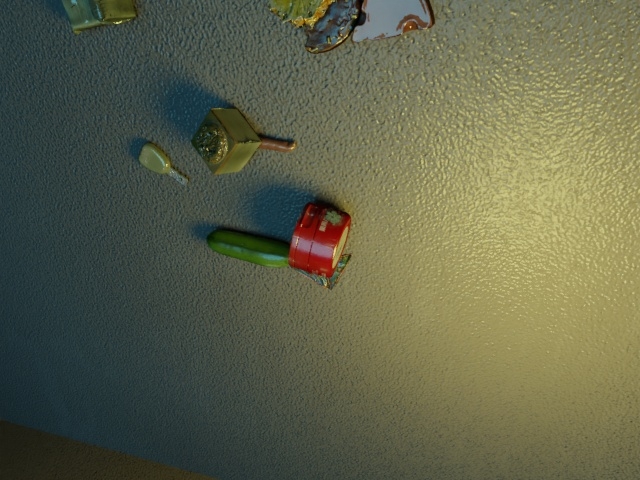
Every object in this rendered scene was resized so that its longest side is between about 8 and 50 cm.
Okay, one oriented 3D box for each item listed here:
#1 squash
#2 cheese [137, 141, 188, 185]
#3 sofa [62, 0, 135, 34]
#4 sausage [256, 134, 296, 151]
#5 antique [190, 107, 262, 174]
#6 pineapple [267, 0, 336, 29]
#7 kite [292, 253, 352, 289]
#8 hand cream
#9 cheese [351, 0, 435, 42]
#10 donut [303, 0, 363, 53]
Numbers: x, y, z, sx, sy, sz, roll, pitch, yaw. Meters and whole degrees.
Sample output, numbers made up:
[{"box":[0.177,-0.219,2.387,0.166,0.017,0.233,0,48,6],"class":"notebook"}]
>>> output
[{"box":[-0.230,0.034,1.621,0.378,0.101,0.101,10,120,11],"class":"squash"},{"box":[-0.548,-0.258,1.599,0.192,0.037,0.097,37,123,-3],"class":"cheese"},{"box":[-0.683,-0.718,1.311,0.225,0.176,0.210,0,118,18],"class":"sofa"},{"box":[-0.152,-0.307,1.445,0.157,0.036,0.042,10,128,12],"class":"sausage"},{"box":[-0.295,-0.306,1.406,0.152,0.148,0.147,-44,77,34],"class":"antique"},{"box":[-0.050,-0.636,1.115,0.221,0.047,0.221,5,105,17],"class":"pineapple"},{"box":[0.018,0.098,1.624,0.241,0.014,0.183,-18,108,26],"class":"kite"},{"box":[0.000,0.000,1.453,0.149,0.230,0.230,19,122,7],"class":"hand cream"},{"box":[0.199,-0.568,1.133,0.177,0.128,0.203,24,121,5],"class":"cheese"},{"box":[0.004,-0.615,1.182,0.230,0.096,0.216,45,113,1],"class":"donut"}]
